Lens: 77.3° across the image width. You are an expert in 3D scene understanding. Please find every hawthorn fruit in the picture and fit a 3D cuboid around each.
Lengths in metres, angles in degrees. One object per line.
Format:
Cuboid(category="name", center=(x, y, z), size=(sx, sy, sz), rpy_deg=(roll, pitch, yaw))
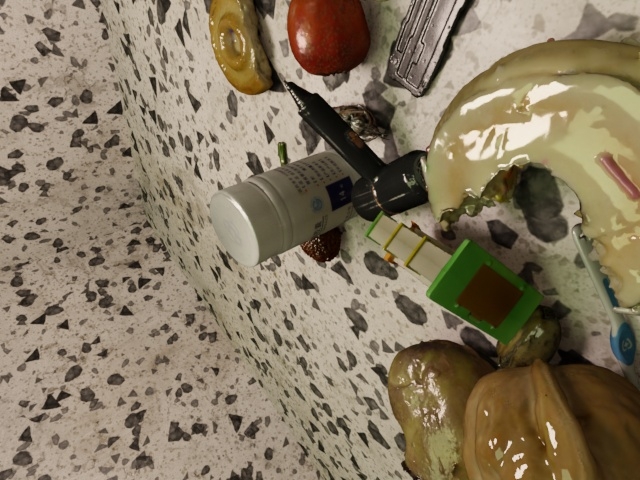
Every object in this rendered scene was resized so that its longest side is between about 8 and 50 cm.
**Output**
Cuboid(category="hawthorn fruit", center=(0.017, -0.449, 0.725), size=(0.165, 0.165, 0.285), rpy_deg=(29, 126, 43))

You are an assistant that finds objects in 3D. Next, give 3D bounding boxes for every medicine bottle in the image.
Cuboid(category="medicine bottle", center=(-0.072, -0.082, 0.949), size=(0.190, 0.332, 0.189), rpy_deg=(36, 140, 37))

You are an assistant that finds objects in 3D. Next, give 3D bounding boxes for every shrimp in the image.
Cuboid(category="shrimp", center=(0.073, -0.250, 0.861), size=(0.190, 0.073, 0.074), rpy_deg=(37, 129, 32))

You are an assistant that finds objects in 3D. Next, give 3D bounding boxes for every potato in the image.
Cuboid(category="potato", center=(0.284, 0.334, 0.844), size=(0.289, 0.301, 0.236), rpy_deg=(-2, 101, 18))

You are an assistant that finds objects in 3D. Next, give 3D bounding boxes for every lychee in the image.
Cuboid(category="lychee", center=(0.003, -0.001, 1.116), size=(0.129, 0.123, 0.123), rpy_deg=(48, 152, -15))

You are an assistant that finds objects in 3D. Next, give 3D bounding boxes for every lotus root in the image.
Cuboid(category="lotus root", center=(0.381, 0.189, 0.733), size=(0.089, 0.081, 0.179), rpy_deg=(-87, 8, -48))

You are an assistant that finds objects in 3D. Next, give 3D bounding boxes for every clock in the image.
Cuboid(category="clock", center=(0.224, 0.045, 0.736), size=(0.220, 0.106, 0.255), rpy_deg=(31, -173, -29))

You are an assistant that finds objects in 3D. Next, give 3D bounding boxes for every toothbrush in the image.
Cuboid(category="toothbrush", center=(0.466, 0.151, 0.624), size=(0.040, 0.040, 0.385), rpy_deg=(-20, 95, 59))

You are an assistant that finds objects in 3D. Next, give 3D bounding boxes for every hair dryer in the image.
Cuboid(category="hair dryer", center=(0.068, -0.186, 0.774), size=(0.352, 0.107, 0.189), rpy_deg=(41, 151, -18))

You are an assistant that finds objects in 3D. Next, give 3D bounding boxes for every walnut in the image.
Cuboid(category="walnut", center=(0.370, 0.320, 0.610), size=(0.297, 0.285, 0.284), rpy_deg=(-17, 101, 26))

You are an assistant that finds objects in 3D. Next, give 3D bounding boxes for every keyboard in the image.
Cuboid(category="keyboard", center=(0.183, -0.371, 0.658), size=(0.106, 0.016, 0.262), rpy_deg=(48, 145, 23))

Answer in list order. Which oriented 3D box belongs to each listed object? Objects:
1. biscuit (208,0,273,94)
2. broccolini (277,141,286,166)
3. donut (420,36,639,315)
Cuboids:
Cuboid(category="biscuit", center=(-0.222, -0.523, 1.068), size=(0.213, 0.091, 0.273), rpy_deg=(5, 120, 52))
Cuboid(category="broccolini", center=(-0.068, -0.159, 1.164), size=(0.123, 0.062, 0.271), rpy_deg=(-8, 104, 47))
Cuboid(category="donut", center=(0.319, -0.100, 0.530), size=(0.371, 0.150, 0.307), rpy_deg=(32, 135, 42))
